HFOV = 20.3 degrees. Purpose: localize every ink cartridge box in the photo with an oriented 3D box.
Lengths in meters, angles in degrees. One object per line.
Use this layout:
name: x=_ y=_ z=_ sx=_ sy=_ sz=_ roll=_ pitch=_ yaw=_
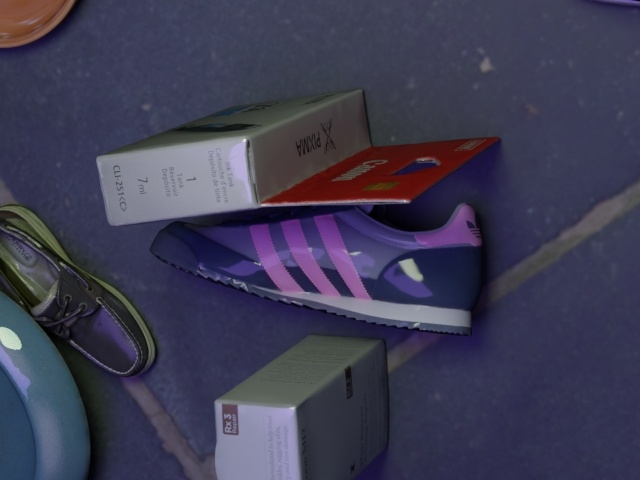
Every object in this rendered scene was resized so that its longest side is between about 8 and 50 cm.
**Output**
ink cartridge box: x=-0.009 y=-0.080 z=1.531 sx=0.261 sy=0.296 sz=0.066 roll=-5 pitch=100 yaw=21

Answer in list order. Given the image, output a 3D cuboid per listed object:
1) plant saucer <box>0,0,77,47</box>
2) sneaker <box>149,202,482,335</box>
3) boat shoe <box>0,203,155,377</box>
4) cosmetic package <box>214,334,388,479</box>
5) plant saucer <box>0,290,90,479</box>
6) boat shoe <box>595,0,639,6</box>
plant saucer: x=-0.310 y=-0.287 z=1.733 sx=0.200 sy=0.037 sz=0.200 roll=5 pitch=105 yaw=19
sneaker: x=0.000 y=0.000 z=1.664 sx=0.319 sy=0.112 sz=0.131 roll=12 pitch=90 yaw=14
boat shoe: x=-0.261 y=0.058 z=1.776 sx=0.223 sy=0.073 sz=0.080 roll=46 pitch=113 yaw=5
cosmetic package: x=-0.013 y=0.169 z=1.626 sx=0.085 sy=0.231 sz=0.117 roll=2 pitch=104 yaw=20
plant saucer: x=-0.379 y=0.178 z=1.829 sx=0.317 sy=0.044 sz=0.317 roll=12 pitch=118 yaw=25
boat shoe: x=0.326 y=-0.234 z=1.475 sx=0.302 sy=0.091 sz=0.114 roll=1 pitch=88 yaw=18
